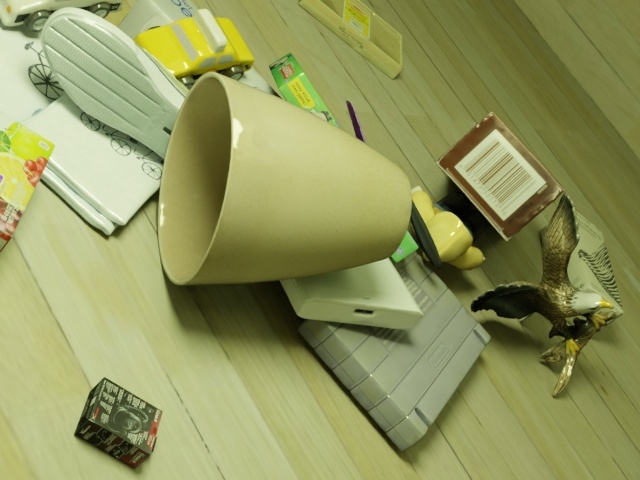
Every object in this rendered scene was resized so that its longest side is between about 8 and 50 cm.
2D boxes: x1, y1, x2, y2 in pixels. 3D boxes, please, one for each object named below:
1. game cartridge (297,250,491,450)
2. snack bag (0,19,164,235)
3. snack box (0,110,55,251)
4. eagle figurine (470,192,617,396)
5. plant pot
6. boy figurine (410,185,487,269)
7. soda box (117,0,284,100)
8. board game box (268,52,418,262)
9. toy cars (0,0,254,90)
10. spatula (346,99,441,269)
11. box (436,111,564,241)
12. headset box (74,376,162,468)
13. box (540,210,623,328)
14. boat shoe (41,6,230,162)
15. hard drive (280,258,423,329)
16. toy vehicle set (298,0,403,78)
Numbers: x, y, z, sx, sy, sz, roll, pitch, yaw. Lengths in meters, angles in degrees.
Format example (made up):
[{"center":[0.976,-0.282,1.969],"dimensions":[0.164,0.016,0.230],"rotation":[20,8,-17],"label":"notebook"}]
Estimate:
[{"center":[0.117,0.138,1.472],"dimensions":[0.230,0.068,0.355],"rotation":[45,29,6],"label":"game cartridge"},{"center":[-0.331,-0.193,1.314],"dimensions":[0.342,0.037,0.323],"rotation":[42,30,-7],"label":"snack bag"},{"center":[-0.408,-0.091,1.061],"dimensions":[0.207,0.070,0.174],"rotation":[32,34,-21],"label":"snack box"},{"center":[0.395,0.081,1.699],"dimensions":[0.298,0.225,0.226],"rotation":[47,35,-30],"label":"eagle figurine"},{"center":[-0.034,-0.055,1.246],"dimensions":[0.274,0.256,0.256],"rotation":[9,45,-26],"label":"plant pot"},{"center":[0.215,-0.023,1.703],"dimensions":[0.177,0.092,0.285],"rotation":[49,14,4],"label":"boy figurine"},{"center":[-0.176,-0.257,1.532],"dimensions":[0.286,0.091,0.098],"rotation":[47,30,0],"label":"soda box"},{"center":[0.032,-0.132,1.529],"dimensions":[0.317,0.046,0.213],"rotation":[55,4,-19],"label":"board game box"},{"center":[-0.260,-0.316,1.375],"dimensions":[0.393,0.087,0.176],"rotation":[22,51,-22],"label":"toy cars"},{"center":[0.111,-0.080,1.515],"dimensions":[0.296,0.030,0.084],"rotation":[57,1,-11],"label":"spatula"},{"center":[0.337,-0.115,1.858],"dimensions":[0.191,0.143,0.381],"rotation":[49,11,7],"label":"box"},{"center":[-0.203,0.189,1.024],"dimensions":[0.083,0.032,0.062],"rotation":[36,32,-20],"label":"headset box"},{"center":[0.538,0.061,2.061],"dimensions":[0.113,0.094,0.275],"rotation":[35,33,-21],"label":"box"},{"center":[-0.241,-0.193,1.314],"dimensions":[0.302,0.109,0.094],"rotation":[42,14,-27],"label":"boat shoe"},{"center":[0.000,0.000,1.426],"dimensions":[0.203,0.040,0.307],"rotation":[10,36,-36],"label":"hard drive"},{"center":[0.071,-0.480,2.169],"dimensions":[0.267,0.035,0.166],"rotation":[35,32,-20],"label":"toy vehicle set"}]
